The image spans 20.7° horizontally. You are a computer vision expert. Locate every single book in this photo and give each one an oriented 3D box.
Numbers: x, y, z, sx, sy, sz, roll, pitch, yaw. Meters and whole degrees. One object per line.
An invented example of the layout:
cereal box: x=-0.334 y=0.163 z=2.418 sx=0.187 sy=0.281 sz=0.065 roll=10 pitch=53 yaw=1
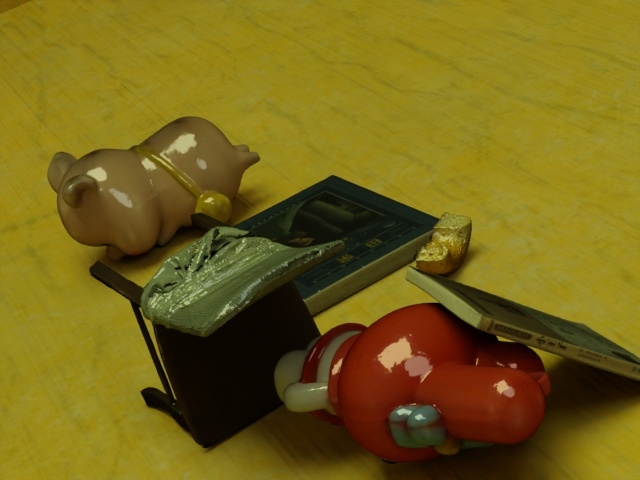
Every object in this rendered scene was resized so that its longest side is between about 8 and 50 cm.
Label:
book: x=0.000 y=0.000 z=1.938 sx=0.191 sy=0.025 sz=0.269 roll=-29 pitch=24 yaw=-18
book: x=0.181 y=0.073 z=1.472 sx=0.198 sy=0.016 sz=0.138 roll=19 pitch=8 yaw=-27

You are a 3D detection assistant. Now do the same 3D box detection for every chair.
chair: x=-0.076 y=0.082 z=1.616 sx=0.160 sy=0.186 sz=0.319 roll=-29 pitch=20 yaw=-21

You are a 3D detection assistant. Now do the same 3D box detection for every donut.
donut: x=0.126 y=0.004 z=1.781 sx=0.037 sy=0.067 sz=0.083 roll=10 pitch=0 yaw=22

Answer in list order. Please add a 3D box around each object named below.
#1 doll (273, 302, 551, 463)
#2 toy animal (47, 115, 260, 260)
doll: x=0.085 y=0.120 z=1.470 sx=0.161 sy=0.130 sz=0.290 roll=-22 pitch=17 yaw=-40
toy animal: x=-0.194 y=-0.064 z=2.105 sx=0.248 sy=0.149 sz=0.165 roll=-15 pitch=6 yaw=-16
